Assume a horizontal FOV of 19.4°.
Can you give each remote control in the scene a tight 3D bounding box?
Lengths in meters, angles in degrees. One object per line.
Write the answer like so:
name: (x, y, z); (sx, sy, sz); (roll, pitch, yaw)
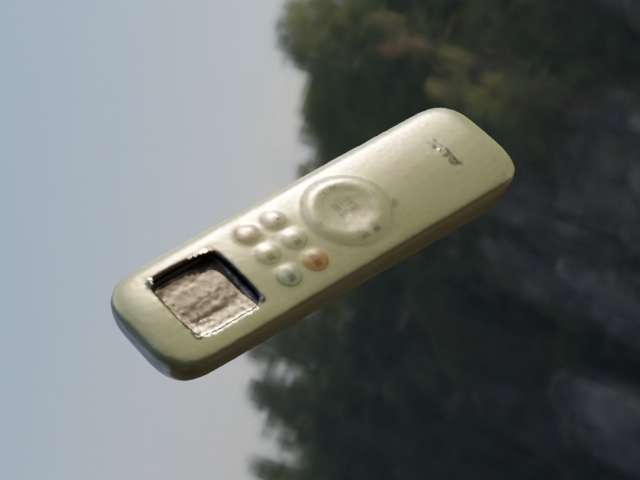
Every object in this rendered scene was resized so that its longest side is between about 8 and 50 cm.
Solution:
remote control: (0.000, -0.001, 1.238); (0.309, 0.090, 0.038); (-29, -29, -30)
